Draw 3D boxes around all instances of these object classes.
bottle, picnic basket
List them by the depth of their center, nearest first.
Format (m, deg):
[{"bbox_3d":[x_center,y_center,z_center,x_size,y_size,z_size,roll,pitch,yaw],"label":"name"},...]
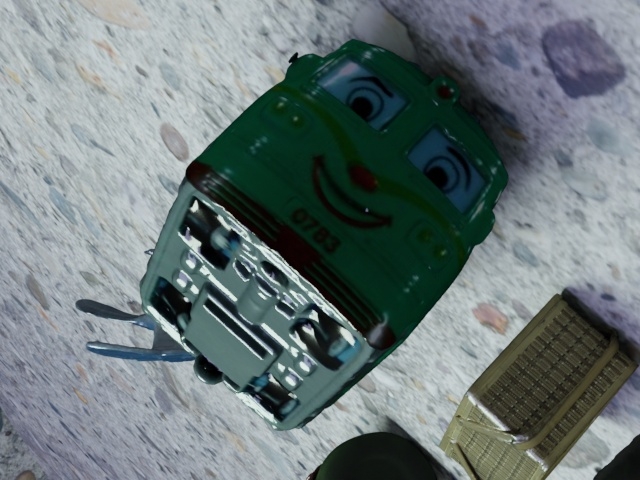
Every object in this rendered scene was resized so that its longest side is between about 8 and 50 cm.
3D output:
[{"bbox_3d":[0.160,0.125,1.117,0.079,0.115,0.164,40,159,13],"label":"picnic basket"},{"bbox_3d":[0.049,0.310,1.643,0.271,0.143,0.156,110,140,-65],"label":"bottle"}]

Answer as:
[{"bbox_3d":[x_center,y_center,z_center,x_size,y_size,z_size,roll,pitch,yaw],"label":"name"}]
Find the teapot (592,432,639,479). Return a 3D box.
[{"bbox_3d":[0.306,0.220,0.721,0.362,0.305,0.376,53,-163,2],"label":"teapot"}]

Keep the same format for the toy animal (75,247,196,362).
[{"bbox_3d":[-0.131,0.084,1.554,0.255,0.239,0.176,-13,93,21],"label":"toy animal"}]

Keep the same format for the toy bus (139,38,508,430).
[{"bbox_3d":[0.000,0.000,1.074,0.183,0.199,0.343,43,159,1],"label":"toy bus"}]
